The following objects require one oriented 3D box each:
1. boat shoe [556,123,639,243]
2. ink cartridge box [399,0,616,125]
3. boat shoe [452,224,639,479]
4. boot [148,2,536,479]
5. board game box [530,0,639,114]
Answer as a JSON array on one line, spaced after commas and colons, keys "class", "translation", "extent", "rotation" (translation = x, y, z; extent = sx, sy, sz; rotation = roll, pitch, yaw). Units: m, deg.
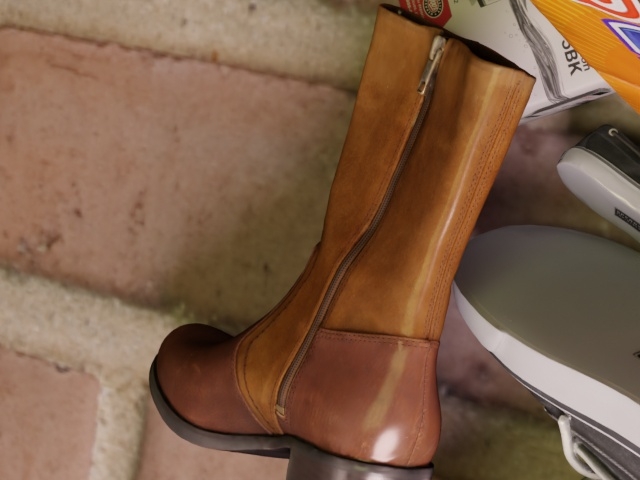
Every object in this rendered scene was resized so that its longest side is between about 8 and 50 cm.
[{"class": "boat shoe", "translation": [0.197, -0.014, 1.063], "extent": [0.142, 0.049, 0.040], "rotation": [40, 72, 17]}, {"class": "ink cartridge box", "translation": [0.122, -0.123, 1.092], "extent": [0.135, 0.056, 0.099], "rotation": [-19, 82, 29]}, {"class": "boat shoe", "translation": [0.178, 0.093, 1.026], "extent": [0.306, 0.113, 0.105], "rotation": [33, 138, 43]}, {"class": "boot", "translation": [0.000, 0.000, 1.105], "extent": [0.264, 0.096, 0.280], "rotation": [32, 111, 62]}, {"class": "board game box", "translation": [0.326, -0.161, 0.697], "extent": [0.356, 0.356, 0.356], "rotation": [26, 89, 27]}]
